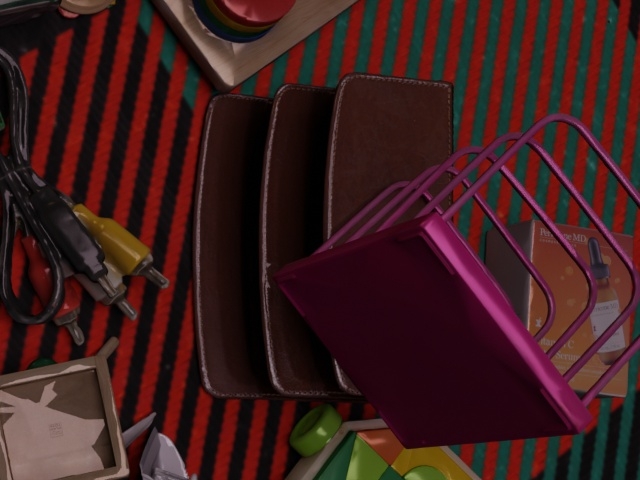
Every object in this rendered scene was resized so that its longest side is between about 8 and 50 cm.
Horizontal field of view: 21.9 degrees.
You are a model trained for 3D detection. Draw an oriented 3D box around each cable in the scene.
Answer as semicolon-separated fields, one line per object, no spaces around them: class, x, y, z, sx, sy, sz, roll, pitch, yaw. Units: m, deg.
cable;-0.270;-0.035;1.522;0.139;0.072;0.287;-34;86;-9

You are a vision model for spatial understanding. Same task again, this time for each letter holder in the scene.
letter holder;0.000;0.000;1.580;0.214;0.152;0.302;4;81;-24

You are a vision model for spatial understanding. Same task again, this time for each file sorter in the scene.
file sorter;0.135;0.035;1.397;0.182;0.290;0.202;-42;99;-24

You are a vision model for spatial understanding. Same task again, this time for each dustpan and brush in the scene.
dustpan and brush;-0.116;0.284;1.501;0.060;0.147;0.211;-6;98;1

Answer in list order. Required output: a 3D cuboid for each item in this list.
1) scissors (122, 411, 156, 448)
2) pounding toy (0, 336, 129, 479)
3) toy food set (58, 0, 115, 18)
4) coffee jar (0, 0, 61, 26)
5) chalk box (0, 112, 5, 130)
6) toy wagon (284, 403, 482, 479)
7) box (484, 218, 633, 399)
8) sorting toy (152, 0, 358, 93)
scissors;-0.268;0.243;1.487;0.109;0.021;0.297;41;69;-14
pounding toy;-0.229;0.157;1.481;0.130;0.100;0.141;-11;77;-11
toy food set;-0.229;-0.252;1.573;0.083;0.020;0.082;-7;86;-27
coffee jar;-0.305;-0.290;1.509;0.096;0.079;0.184;-17;90;-27
chalk box;-0.358;-0.128;1.386;0.132;0.213;0.132;-20;92;-27
toy wagon;0.025;0.337;1.591;0.267;0.068;0.344;44;67;-14
box;0.245;0.074;1.721;0.130;0.091;0.170;8;80;-25
sorting toy;-0.062;-0.321;1.612;0.257;0.089;0.255;-38;94;-25
